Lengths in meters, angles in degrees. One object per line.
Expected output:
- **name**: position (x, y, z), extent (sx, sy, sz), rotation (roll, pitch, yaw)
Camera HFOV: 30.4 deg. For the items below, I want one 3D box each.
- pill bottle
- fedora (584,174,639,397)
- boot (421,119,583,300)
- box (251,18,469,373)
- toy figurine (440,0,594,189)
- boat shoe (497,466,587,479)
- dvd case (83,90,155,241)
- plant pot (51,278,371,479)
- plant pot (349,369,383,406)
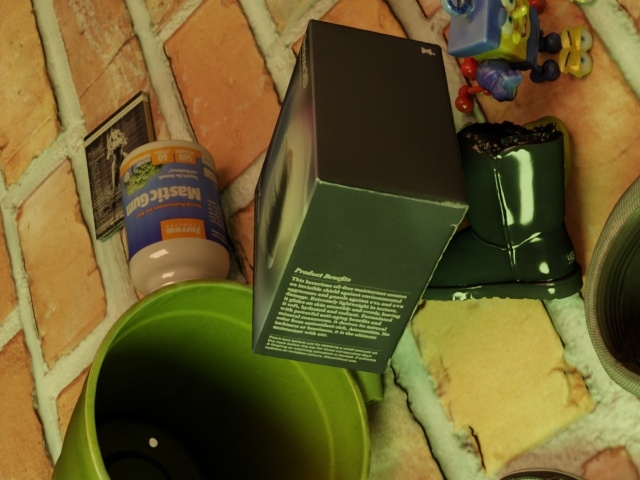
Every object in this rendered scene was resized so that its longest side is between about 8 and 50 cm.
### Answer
- **pill bottle**: position (-0.218, -0.003, 1.778), extent (0.152, 0.152, 0.272), rotation (-31, 56, 31)
- **fedora**: position (0.404, 0.044, 1.210), extent (0.243, 0.124, 0.276), rotation (40, 111, 46)
- **boot**: position (0.186, -0.037, 1.396), extent (0.246, 0.094, 0.207), rotation (-1, 110, 37)
- **box**: position (0.032, -0.054, 1.412), extent (0.296, 0.182, 0.294), rotation (-93, 18, -45)
- **toy figurine**: position (0.195, -0.228, 1.440), extent (0.191, 0.217, 0.363), rotation (-5, 71, 41)
- **boat shoe**: position (0.271, 0.295, 1.272), extent (0.228, 0.076, 0.080), rotation (12, 82, 44)
- **dvd case**: position (-0.343, -0.128, 2.034), extent (0.164, 0.018, 0.221), rotation (-33, 55, 31)
- **plant pot**: position (-0.182, 0.288, 1.506), extent (0.353, 0.366, 0.367), rotation (-42, 48, 49)
- **plant pot**: position (0.047, 0.176, 1.529), extent (0.083, 0.083, 0.079), rotation (-25, 71, 34)
